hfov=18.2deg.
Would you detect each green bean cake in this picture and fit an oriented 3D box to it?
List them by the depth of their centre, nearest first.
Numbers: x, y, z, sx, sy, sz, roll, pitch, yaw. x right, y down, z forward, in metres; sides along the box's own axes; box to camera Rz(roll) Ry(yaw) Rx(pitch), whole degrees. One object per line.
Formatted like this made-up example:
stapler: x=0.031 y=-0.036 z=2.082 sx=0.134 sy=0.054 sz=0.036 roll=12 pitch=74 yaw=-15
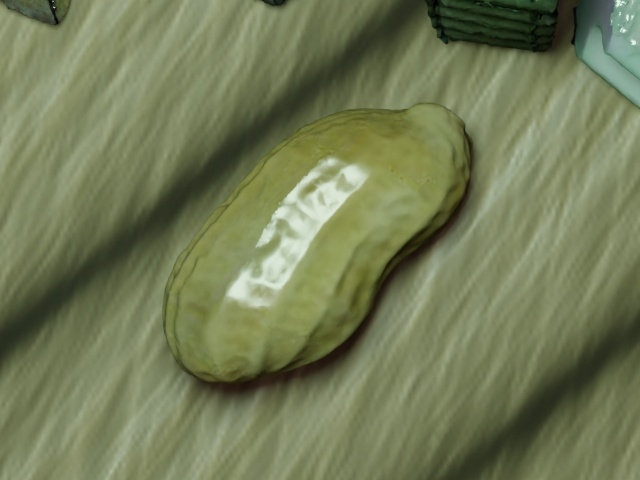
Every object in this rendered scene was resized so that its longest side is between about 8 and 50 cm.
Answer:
green bean cake: x=0.173 y=-0.310 z=1.796 sx=0.132 sy=0.241 sz=0.255 roll=9 pitch=87 yaw=9

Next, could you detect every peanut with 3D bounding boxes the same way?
peanut: x=-0.005 y=-0.004 z=1.825 sx=0.174 sy=0.158 sz=0.340 roll=39 pitch=89 yaw=5

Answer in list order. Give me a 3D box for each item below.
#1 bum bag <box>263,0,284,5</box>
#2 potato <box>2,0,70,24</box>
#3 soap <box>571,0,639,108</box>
bum bag: x=-0.134 y=-0.349 z=1.896 sx=0.326 sy=0.080 sz=0.142 roll=29 pitch=95 yaw=0
potato: x=-0.295 y=-0.298 z=1.905 sx=0.101 sy=0.089 sz=0.172 roll=-5 pitch=125 yaw=26
soap: x=0.421 y=-0.191 z=1.824 sx=0.446 sy=0.156 sz=0.261 roll=40 pitch=89 yaw=5
